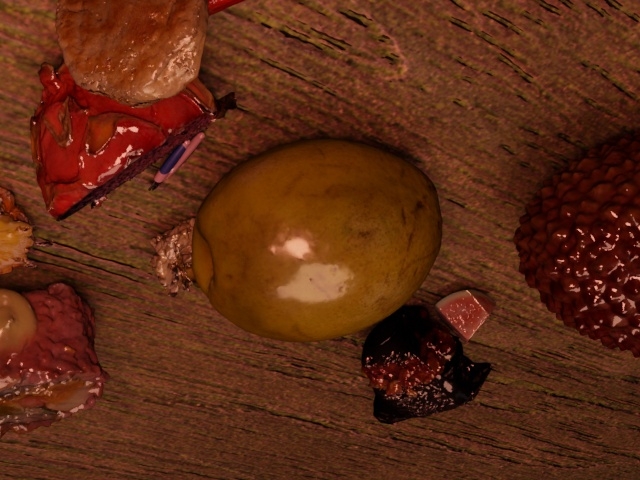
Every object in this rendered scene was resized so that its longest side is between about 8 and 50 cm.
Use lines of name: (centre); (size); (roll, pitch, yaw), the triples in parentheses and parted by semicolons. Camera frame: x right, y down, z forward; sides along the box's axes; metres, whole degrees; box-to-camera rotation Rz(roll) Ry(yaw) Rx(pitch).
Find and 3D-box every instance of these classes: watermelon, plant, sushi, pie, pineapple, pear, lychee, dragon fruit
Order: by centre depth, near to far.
pie: (-0.170, -0.212, 0.942); (0.163, 0.193, 0.079); (-22, 154, 22)
dragon fruit: (-0.228, -0.137, 1.058); (0.223, 0.218, 0.148); (-34, 95, 14)
pear: (0.000, 0.000, 1.203); (0.307, 0.253, 0.253); (-2, 141, -23)
pineapple: (-0.448, -0.009, 1.233); (0.221, 0.047, 0.221); (-7, 144, -5)
lychee: (0.419, 0.003, 1.270); (0.330, 0.306, 0.306); (-2, 140, -16)
plant: (-0.167, 0.036, 1.302); (0.104, 0.122, 0.116); (-14, 135, -15)
sushi: (-0.422, 0.151, 1.316); (0.270, 0.171, 0.236); (-4, 153, -16)
watermelon: (0.221, 0.112, 1.530); (0.092, 0.072, 0.084); (12, 119, -22)
sushi: (0.142, 0.185, 1.536); (0.150, 0.153, 0.172); (48, 152, -24)

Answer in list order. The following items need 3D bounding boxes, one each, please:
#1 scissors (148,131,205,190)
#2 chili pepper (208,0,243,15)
scissors: (-0.180, -0.093, 1.208); (0.113, 0.012, 0.039); (-43, 175, 40)
chili pepper: (-0.076, -0.264, 0.994); (0.272, 0.071, 0.063); (-18, 137, 11)
